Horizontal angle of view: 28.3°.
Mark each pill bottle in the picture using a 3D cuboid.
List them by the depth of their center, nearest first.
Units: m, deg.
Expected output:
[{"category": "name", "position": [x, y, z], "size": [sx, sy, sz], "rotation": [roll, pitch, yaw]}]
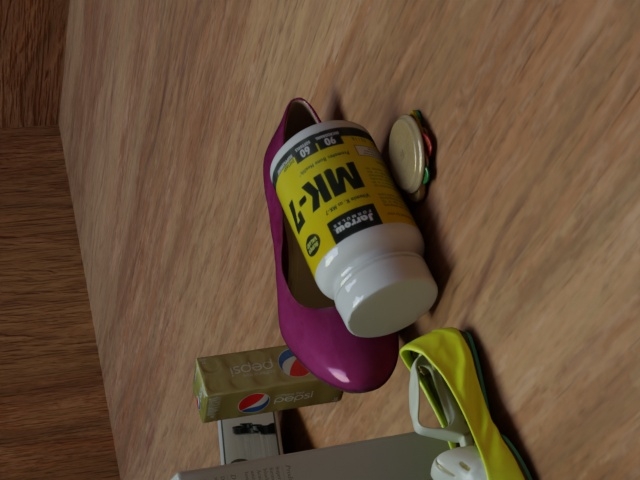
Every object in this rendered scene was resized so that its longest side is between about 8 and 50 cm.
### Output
[{"category": "pill bottle", "position": [0.035, -0.012, 1.301], "size": [0.119, 0.119, 0.208], "rotation": [106, 146, -49]}]

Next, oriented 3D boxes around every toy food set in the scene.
[{"category": "toy food set", "position": [0.091, -0.087, 1.275], "size": [0.082, 0.020, 0.083], "rotation": [109, 150, -52]}]

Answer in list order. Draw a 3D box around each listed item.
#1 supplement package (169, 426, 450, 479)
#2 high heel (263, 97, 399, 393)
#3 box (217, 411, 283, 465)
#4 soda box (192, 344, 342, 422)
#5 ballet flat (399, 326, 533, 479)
[{"category": "supplement package", "position": [0.002, 0.299, 1.228], "size": [0.175, 0.293, 0.177], "rotation": [128, 133, -65]}, {"category": "high heel", "position": [0.000, 0.000, 1.398], "size": [0.377, 0.127, 0.181], "rotation": [-117, 19, -54]}, {"category": "box", "position": [-0.092, 0.343, 1.754], "size": [0.290, 0.087, 0.169], "rotation": [-104, 10, -57]}, {"category": "soda box", "position": [-0.064, 0.173, 1.573], "size": [0.058, 0.181, 0.061], "rotation": [104, 153, -46]}, {"category": "ballet flat", "position": [0.129, 0.182, 1.154], "size": [0.077, 0.077, 0.231], "rotation": [108, 150, -50]}]
